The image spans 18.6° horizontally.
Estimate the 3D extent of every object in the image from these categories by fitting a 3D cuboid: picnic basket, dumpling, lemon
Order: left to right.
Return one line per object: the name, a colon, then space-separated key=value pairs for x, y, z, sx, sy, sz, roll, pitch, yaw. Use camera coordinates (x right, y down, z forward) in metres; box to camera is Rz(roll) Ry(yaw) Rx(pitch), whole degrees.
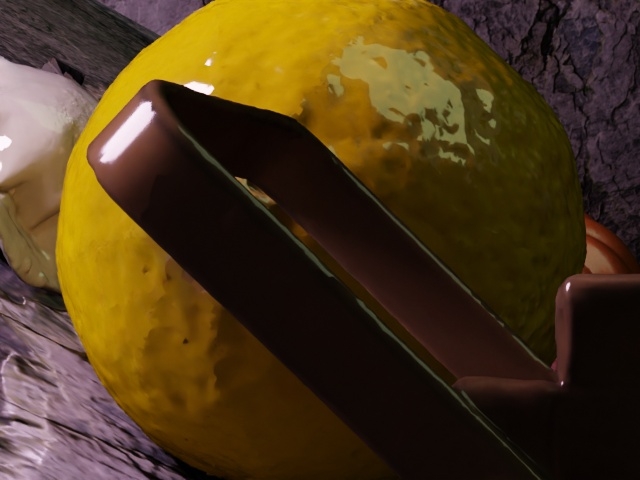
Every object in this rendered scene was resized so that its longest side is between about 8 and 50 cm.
dumpling: x=-0.178 y=-0.034 z=1.195 sx=0.181 sy=0.111 sz=0.155 roll=22 pitch=41 yaw=-20
lemon: x=0.001 y=0.000 z=1.002 sx=0.293 sy=0.293 sz=0.293 roll=31 pitch=7 yaw=-4
picnic basket: x=0.065 y=0.073 z=0.679 sx=0.321 sy=0.291 sz=0.254 roll=45 pitch=10 yaw=7

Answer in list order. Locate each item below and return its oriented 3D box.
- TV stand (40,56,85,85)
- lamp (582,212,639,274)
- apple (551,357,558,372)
TV stand: x=-0.200 y=-0.104 z=1.780 sx=0.049 sy=0.040 sz=0.256 roll=27 pitch=8 yaw=-33
lamp: x=0.138 y=0.058 z=1.480 sx=0.223 sy=0.196 sz=0.223 roll=-6 pitch=24 yaw=3
apple: x=0.164 y=0.131 z=1.218 sx=0.181 sy=0.168 sz=0.181 roll=23 pitch=7 yaw=-3
